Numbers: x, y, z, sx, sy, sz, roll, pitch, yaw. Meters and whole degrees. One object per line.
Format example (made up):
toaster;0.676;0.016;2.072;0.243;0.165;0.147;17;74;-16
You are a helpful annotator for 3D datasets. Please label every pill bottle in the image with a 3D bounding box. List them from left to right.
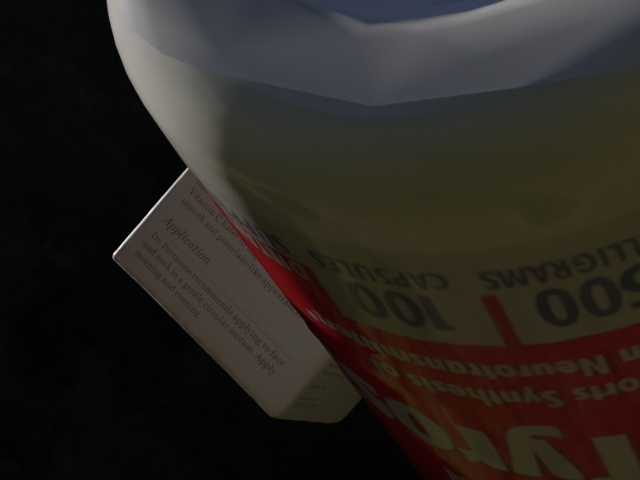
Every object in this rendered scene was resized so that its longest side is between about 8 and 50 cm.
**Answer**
pill bottle;0.110;-0.004;0.576;0.229;0.229;0.408;-11;-36;18

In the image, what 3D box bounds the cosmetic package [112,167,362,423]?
cosmetic package;0.000;0.000;1.038;0.184;0.151;0.151;-48;-18;6
